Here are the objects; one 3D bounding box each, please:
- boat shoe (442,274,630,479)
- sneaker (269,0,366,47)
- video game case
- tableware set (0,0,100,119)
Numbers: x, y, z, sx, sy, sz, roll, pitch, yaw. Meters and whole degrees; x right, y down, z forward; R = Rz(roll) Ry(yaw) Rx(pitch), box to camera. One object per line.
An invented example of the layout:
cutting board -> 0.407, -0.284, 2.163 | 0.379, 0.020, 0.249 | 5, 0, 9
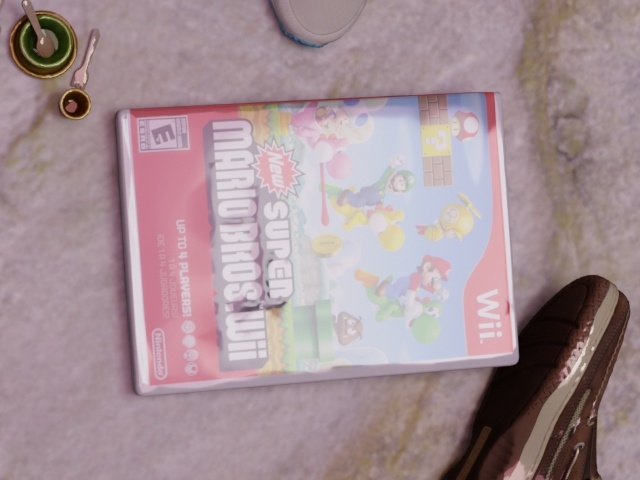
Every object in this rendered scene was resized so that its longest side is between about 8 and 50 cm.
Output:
boat shoe -> 0.167, 0.152, 1.333 | 0.095, 0.095, 0.257 | 31, 91, -18
sneaker -> 0.026, -0.246, 1.276 | 0.087, 0.092, 0.229 | 16, 101, -19
video game case -> 0.000, 0.000, 1.296 | 0.285, 0.025, 0.204 | -4, 90, -14
tableware set -> -0.230, -0.121, 1.234 | 0.154, 0.024, 0.104 | 17, 84, -18
